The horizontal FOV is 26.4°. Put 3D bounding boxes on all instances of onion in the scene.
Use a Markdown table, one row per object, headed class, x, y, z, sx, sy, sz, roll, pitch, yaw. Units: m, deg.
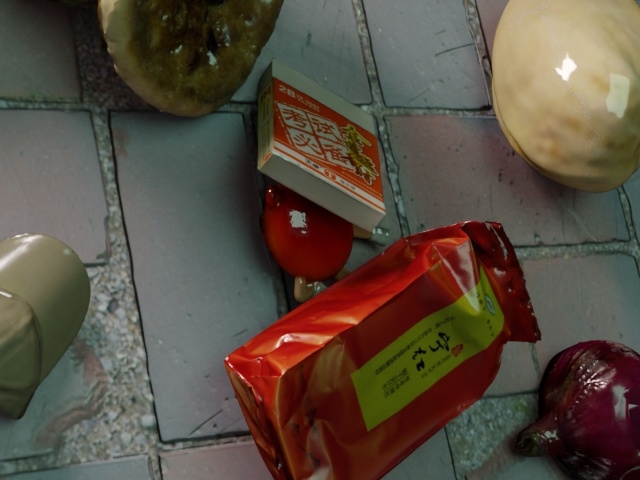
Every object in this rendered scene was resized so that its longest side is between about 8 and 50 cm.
| class | x | y | z | sx | sy | sz | roll | pitch | yaw |
| --- | --- | --- | --- | --- | --- | --- | --- | --- | --- |
| onion | 0.345 | 0.226 | 1.728 | 0.218 | 0.140 | 0.195 | -10 | 84 | -31 |

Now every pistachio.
| class | x | y | z | sx | sy | sz | roll | pitch | yaw |
| --- | --- | --- | --- | --- | --- | --- | --- | --- | --- |
| pistachio | 0.353 | -0.212 | 1.843 | 0.238 | 0.229 | 0.321 | -8 | 64 | 0 |

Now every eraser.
| class | x | y | z | sx | sy | sz | roll | pitch | yaw |
| --- | --- | --- | --- | --- | --- | --- | --- | --- | --- |
| eraser | -0.001 | -0.118 | 1.625 | 0.157 | 0.038 | 0.230 | 28 | 29 | -20 |

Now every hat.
| class | x | y | z | sx | sy | sz | roll | pitch | yaw |
| --- | --- | --- | --- | --- | --- | --- | --- | --- | --- |
| hat | -0.307 | 0.069 | 1.380 | 0.166 | 0.144 | 0.173 | 46 | 77 | -12 |

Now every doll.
| class | x | y | z | sx | sy | sz | roll | pitch | yaw |
| --- | --- | --- | --- | --- | --- | --- | --- | --- | --- |
| doll | 0.000 | 0.000 | 1.623 | 0.217 | 0.085 | 0.183 | 24 | 61 | -43 |

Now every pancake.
| class | x | y | z | sx | sy | sz | roll | pitch | yaw |
| --- | --- | --- | --- | --- | --- | --- | --- | --- | --- |
| pancake | -0.122 | -0.307 | 1.556 | 0.065 | 0.356 | 0.356 | 19 | 53 | 21 |

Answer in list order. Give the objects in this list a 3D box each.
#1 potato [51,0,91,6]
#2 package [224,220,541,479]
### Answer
| class | x | y | z | sx | sy | sz | roll | pitch | yaw |
| --- | --- | --- | --- | --- | --- | --- | --- | --- | --- |
| potato | -0.229 | -0.370 | 1.548 | 0.296 | 0.191 | 0.141 | -35 | 95 | -35 |
| package | 0.075 | 0.136 | 1.562 | 0.423 | 0.123 | 0.196 | -34 | 114 | -34 |
